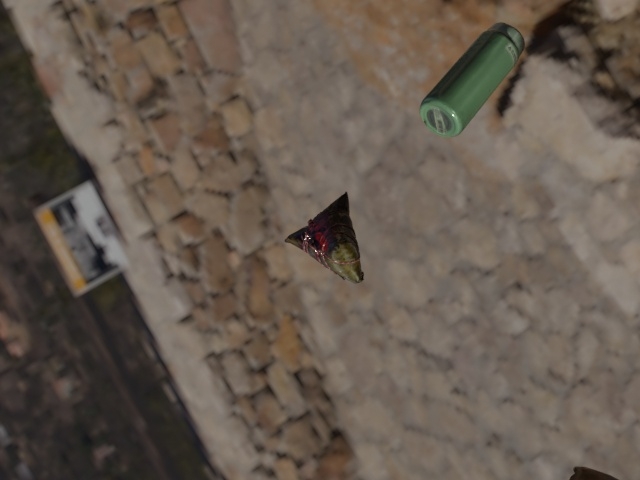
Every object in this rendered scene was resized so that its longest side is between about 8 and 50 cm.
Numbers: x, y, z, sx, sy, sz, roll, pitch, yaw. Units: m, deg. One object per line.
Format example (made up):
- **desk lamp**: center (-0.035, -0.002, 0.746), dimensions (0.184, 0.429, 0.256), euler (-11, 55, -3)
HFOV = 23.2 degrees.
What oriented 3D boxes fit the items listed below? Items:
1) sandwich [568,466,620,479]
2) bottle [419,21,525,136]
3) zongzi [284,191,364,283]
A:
- **sandwich**: center (0.183, 0.276, 0.638), dimensions (0.262, 0.131, 0.325), euler (18, 127, 23)
- **bottle**: center (0.093, -0.099, 0.950), dimensions (0.030, 0.083, 0.030), euler (28, 148, 20)
- **zongzi**: center (0.000, 0.000, 1.498), dimensions (0.067, 0.073, 0.083), euler (48, -154, -50)
